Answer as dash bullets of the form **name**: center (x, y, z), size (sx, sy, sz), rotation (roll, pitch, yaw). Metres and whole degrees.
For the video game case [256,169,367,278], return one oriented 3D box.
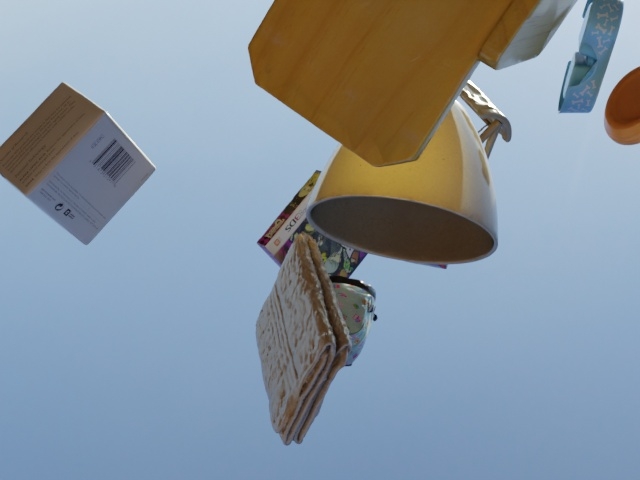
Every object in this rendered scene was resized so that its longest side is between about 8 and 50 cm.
- **video game case**: center (0.000, 0.000, 1.919), size (0.210, 0.232, 0.042), rotation (-51, -144, -14)

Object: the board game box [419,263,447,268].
- **board game box**: center (0.202, -0.041, 2.196), size (0.142, 0.275, 0.144), rotation (11, -99, 46)

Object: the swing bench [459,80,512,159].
- **swing bench**: center (0.318, -0.285, 2.169), size (0.253, 0.165, 0.255), rotation (56, -49, 34)

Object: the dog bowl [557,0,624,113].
- **dog bowl**: center (0.615, -0.423, 2.018), size (0.074, 0.297, 0.166), rotation (14, -146, 7)

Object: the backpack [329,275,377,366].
- **backpack**: center (0.033, 0.155, 1.735), size (0.151, 0.115, 0.182), rotation (7, -138, 6)

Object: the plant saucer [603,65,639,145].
- **plant saucer**: center (0.680, -0.298, 1.884), size (0.200, 0.037, 0.200), rotation (-43, -149, 35)

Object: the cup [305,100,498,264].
- **cup**: center (0.159, -0.121, 1.544), size (0.331, 0.331, 0.237), rotation (-2, -112, 38)

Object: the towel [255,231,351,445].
- **towel**: center (-0.029, 0.132, 1.239), size (0.282, 0.049, 0.187), rotation (-108, -142, -56)

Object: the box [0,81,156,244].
- **box**: center (-0.398, -0.122, 1.434), size (0.119, 0.181, 0.182), rotation (35, -101, 30)

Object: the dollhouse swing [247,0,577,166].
- **dollhouse swing**: center (0.125, -0.312, 1.267), size (0.347, 0.305, 0.315), rotation (36, -150, 16)
